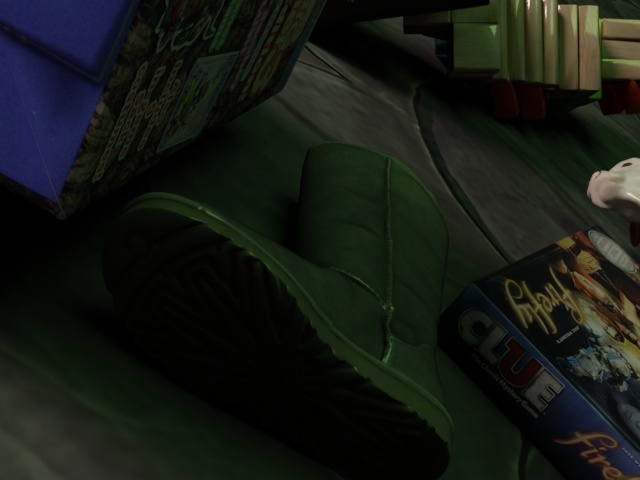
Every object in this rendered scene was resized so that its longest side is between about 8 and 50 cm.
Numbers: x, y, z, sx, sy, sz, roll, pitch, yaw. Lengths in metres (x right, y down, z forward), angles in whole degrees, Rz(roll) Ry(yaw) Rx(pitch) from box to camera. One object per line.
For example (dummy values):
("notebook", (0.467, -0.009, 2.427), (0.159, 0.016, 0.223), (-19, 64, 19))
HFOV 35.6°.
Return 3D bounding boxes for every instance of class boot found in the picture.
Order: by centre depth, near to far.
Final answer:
("boot", (-0.002, 0.000, 0.483), (0.189, 0.076, 0.209), (44, 31, -21))

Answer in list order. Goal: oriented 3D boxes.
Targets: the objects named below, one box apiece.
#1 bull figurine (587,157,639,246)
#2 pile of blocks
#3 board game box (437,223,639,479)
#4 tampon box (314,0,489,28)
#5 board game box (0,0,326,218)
("bull figurine", (0.349, 0.043, 0.788), (0.310, 0.101, 0.188), (39, 21, -9))
("pile of blocks", (0.206, -0.169, 0.990), (0.362, 0.149, 0.113), (2, 86, -36))
("board game box", (0.186, 0.075, 0.629), (0.165, 0.042, 0.243), (47, 28, 16))
("tampon box", (0.048, -0.249, 0.811), (0.160, 0.102, 0.120), (-6, 36, 1))
("board game box", (-0.122, -0.159, 0.441), (0.232, 0.141, 0.291), (29, 21, 3))
